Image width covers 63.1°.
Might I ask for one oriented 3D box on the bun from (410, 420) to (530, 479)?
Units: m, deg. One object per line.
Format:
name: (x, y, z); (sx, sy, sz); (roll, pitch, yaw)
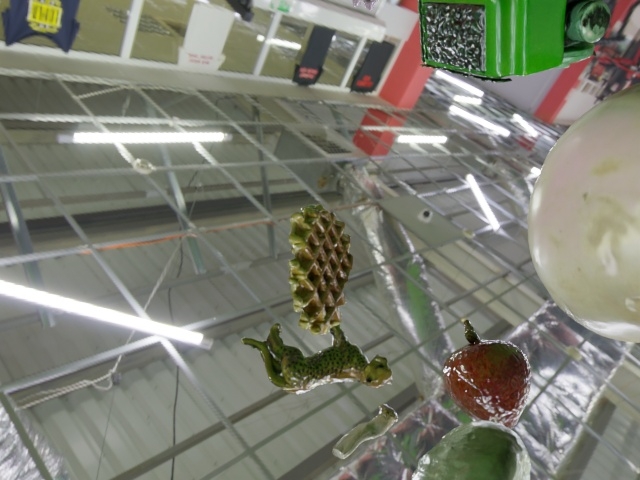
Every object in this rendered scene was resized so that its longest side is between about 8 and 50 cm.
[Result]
bun: (0.162, 0.296, 0.578); (0.118, 0.195, 0.195); (2, -166, 34)

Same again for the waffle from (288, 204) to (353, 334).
waffle: (0.001, 0.019, 0.336); (0.078, 0.016, 0.085); (37, -129, -54)

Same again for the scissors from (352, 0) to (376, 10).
scissors: (0.081, -0.588, 1.072); (0.021, 0.212, 0.110); (-26, -139, -20)

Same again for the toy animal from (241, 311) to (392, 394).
toy animal: (-0.008, 0.170, 0.726); (0.181, 0.073, 0.136); (-4, -147, -22)

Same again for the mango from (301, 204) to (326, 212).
mango: (0.000, 0.000, 1.122); (0.074, 0.091, 0.165); (26, -137, -87)

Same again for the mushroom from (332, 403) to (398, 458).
mushroom: (0.116, 0.503, 1.371); (0.202, 0.054, 0.059); (-28, -167, -19)

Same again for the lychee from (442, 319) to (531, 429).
lychee: (0.459, 0.366, 1.442); (0.255, 0.255, 0.300); (5, -104, -34)

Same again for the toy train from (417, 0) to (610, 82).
toy train: (0.258, -0.302, 0.721); (0.188, 0.132, 0.243); (-20, -150, -16)

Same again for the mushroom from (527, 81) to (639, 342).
mushroom: (0.451, -0.012, 0.658); (0.353, 0.353, 0.325); (28, -146, 1)
